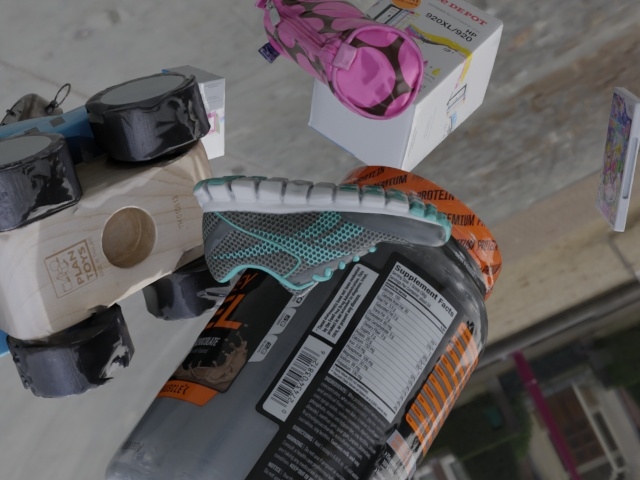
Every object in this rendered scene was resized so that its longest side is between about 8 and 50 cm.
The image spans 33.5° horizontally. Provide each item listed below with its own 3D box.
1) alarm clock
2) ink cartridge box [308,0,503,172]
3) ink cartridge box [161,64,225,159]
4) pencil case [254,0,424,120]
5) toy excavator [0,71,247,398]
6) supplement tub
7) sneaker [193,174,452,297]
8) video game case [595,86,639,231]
[{"bbox_3d":[-0.403,-0.154,1.473,0.064,0.129,0.192,35,120,-30],"label":"alarm clock"},{"bbox_3d":[0.125,-0.242,1.565,0.233,0.171,0.168,-44,158,-32],"label":"ink cartridge box"},{"bbox_3d":[-0.187,-0.186,1.562,0.052,0.089,0.122,-20,123,-43],"label":"ink cartridge box"},{"bbox_3d":[0.012,-0.180,0.979,0.098,0.209,0.095,33,96,-32],"label":"pencil case"},{"bbox_3d":[-0.356,-0.006,1.057,0.433,0.222,0.445,-30,-152,-32],"label":"toy excavator"},{"bbox_3d":[0.000,0.114,0.865,0.338,0.207,0.207,-55,-179,-25],"label":"supplement tub"},{"bbox_3d":[0.000,0.000,0.684,0.167,0.076,0.065,5,-172,11],"label":"sneaker"},{"bbox_3d":[0.284,-0.079,1.011,0.011,0.122,0.087,5,-162,1],"label":"video game case"}]
